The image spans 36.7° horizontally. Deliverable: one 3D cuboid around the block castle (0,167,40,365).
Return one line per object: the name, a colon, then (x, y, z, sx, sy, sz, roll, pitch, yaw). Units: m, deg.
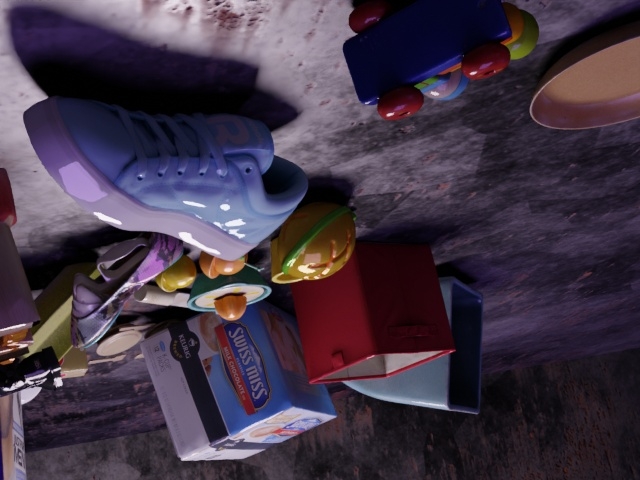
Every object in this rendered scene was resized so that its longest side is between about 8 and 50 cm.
block castle: (-0.483, 0.064, 1.052, 0.303, 0.212, 0.453, -18, 173, -22)

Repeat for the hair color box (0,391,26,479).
hair color box: (-0.486, 0.238, 1.361, 0.110, 0.338, 0.185, -8, 163, -10)

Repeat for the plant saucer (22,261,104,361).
plant saucer: (-0.388, 0.115, 1.413, 0.188, 0.045, 0.188, -50, 172, -17)

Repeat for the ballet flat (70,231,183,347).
ballet flat: (-0.283, 0.054, 1.310, 0.221, 0.077, 0.079, -42, 133, 12)

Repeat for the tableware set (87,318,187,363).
tableware set: (-0.328, 0.169, 1.762, 0.194, 0.039, 0.128, 0, 145, -49)

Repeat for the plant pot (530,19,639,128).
plant pot: (0.348, -0.191, 1.082, 0.236, 0.032, 0.236, -11, 164, -3)

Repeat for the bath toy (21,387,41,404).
bath toy: (-0.600, 0.194, 1.522, 0.129, 0.151, 0.348, 24, -169, 38)

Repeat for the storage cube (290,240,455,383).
storage cube: (0.082, 0.124, 1.633, 0.184, 0.193, 0.215, 2, 159, -38)

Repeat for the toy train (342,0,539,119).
toy train: (0.156, -0.192, 0.848, 0.248, 0.105, 0.143, -23, 170, 32)

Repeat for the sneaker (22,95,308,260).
sneaker: (-0.135, -0.089, 0.969, 0.150, 0.135, 0.366, -38, 157, 14)

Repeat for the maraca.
maraca: (0.000, 0.000, 1.347, 0.127, 0.099, 0.186, -44, 171, 10)

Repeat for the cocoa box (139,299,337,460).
cocoa box: (-0.141, 0.265, 1.815, 0.228, 0.231, 0.347, -25, 163, 7)

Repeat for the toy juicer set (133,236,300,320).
toy juicer set: (-0.175, 0.081, 1.501, 0.209, 0.089, 0.329, 2, 159, -39)

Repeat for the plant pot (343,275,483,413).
plant pot: (0.170, 0.211, 1.914, 0.252, 0.247, 0.247, -1, 168, 23)

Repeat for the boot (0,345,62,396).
boot: (-0.355, 0.164, 1.126, 0.099, 0.045, 0.121, -21, 166, -20)

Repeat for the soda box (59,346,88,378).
soda box: (-0.529, 0.229, 1.786, 0.181, 0.058, 0.061, -5, 162, -24)
